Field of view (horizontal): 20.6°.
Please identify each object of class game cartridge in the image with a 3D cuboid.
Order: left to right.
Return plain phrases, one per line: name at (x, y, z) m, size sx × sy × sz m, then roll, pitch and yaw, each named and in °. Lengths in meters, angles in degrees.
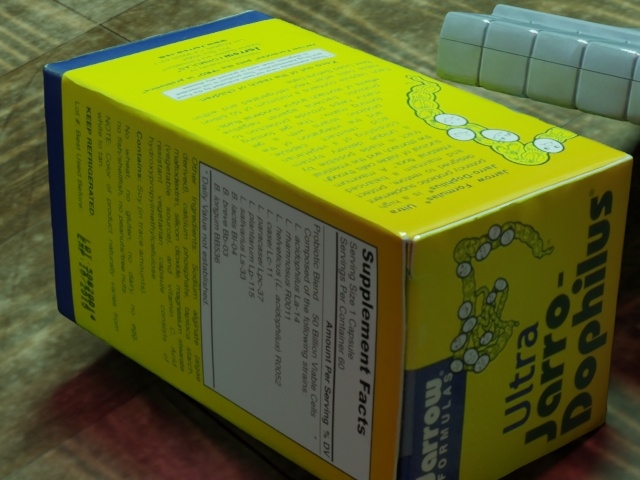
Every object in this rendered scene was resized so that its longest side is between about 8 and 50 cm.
game cartridge at (0.273, -0.115, 1.224) m, size 0.230 × 0.068 × 0.355 m, roll 13°, pitch 11°, yaw 37°

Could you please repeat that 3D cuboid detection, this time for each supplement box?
supplement box at (0.000, 0.000, 1.150) m, size 0.195 × 0.194 × 0.356 m, roll -20°, pitch 33°, yaw -37°
